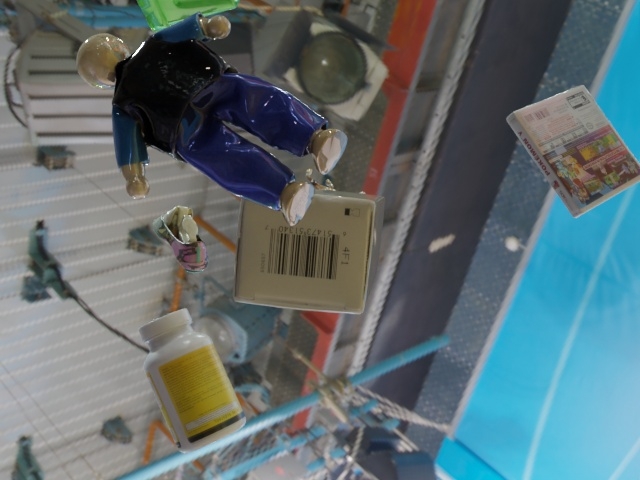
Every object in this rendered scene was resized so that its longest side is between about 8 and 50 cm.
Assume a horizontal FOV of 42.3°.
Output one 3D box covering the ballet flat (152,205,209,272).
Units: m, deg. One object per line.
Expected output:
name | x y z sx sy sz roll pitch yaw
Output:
ballet flat | -0.261 -0.017 1.570 0.076 0.221 0.079 1 -66 -28

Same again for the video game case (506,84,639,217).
video game case | 0.400 -0.143 1.283 0.201 0.183 0.023 -24 -13 -38

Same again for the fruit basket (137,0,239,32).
fruit basket | -0.293 -0.571 1.505 0.392 0.392 0.283 -43 -31 -16

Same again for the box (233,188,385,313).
box | 0.000 0.000 0.779 0.275 0.113 0.094 -24 -60 -82

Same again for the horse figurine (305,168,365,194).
horse figurine | -0.037 -0.093 1.722 0.263 0.174 0.066 -1 -56 -25

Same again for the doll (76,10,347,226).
doll | -0.083 -0.080 0.526 0.129 0.189 0.046 -59 -16 1

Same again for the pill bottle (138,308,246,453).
pill bottle | -0.184 0.193 1.153 0.103 0.184 0.103 -24 -5 -2
